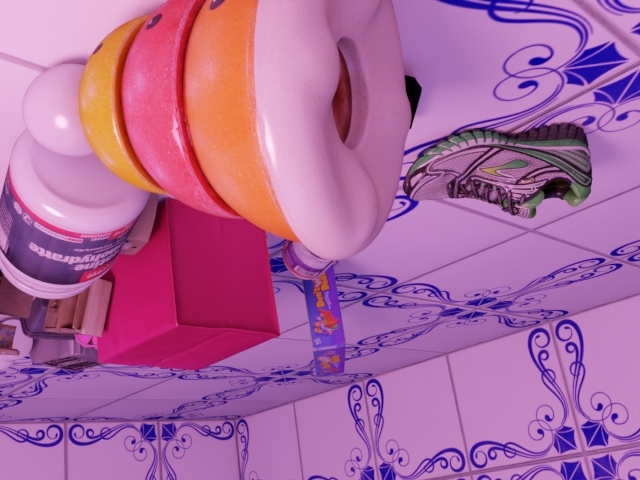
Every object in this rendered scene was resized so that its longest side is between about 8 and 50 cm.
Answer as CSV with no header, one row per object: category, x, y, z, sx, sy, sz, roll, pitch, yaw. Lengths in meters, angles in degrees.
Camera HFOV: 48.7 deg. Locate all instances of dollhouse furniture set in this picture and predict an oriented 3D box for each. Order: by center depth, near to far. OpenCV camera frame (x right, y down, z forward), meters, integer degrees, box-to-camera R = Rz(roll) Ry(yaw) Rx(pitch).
dollhouse furniture set,-0.540,0.106,1.306,0.161,0.212,0.242,-6,161,42

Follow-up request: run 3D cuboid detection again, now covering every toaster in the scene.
toaster,-0.669,0.282,1.922,0.186,0.110,0.168,-14,159,13

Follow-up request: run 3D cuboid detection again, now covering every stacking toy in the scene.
stacking toy,-0.161,-0.155,0.823,0.480,0.350,0.350,0,163,23

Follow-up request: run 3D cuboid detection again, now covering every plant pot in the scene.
plant pot,-0.354,-0.032,1.255,0.109,0.096,0.109,7,155,-34

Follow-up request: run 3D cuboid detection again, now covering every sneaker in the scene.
sneaker,0.315,-0.111,1.240,0.344,0.146,0.134,-7,159,-1

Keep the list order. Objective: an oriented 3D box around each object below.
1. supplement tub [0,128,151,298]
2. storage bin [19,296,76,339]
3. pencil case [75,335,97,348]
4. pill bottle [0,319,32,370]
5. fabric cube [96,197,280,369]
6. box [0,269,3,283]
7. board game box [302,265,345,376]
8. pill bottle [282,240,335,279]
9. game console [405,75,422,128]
supplement tub,-0.378,-0.043,1.058,0.191,0.191,0.272,4,150,-30
storage bin,-0.636,0.172,1.697,0.135,0.098,0.091,12,123,-42
pencil case,-0.443,0.207,1.505,0.098,0.095,0.209,-5,156,8
pill bottle,-0.855,0.279,1.813,0.229,0.131,0.131,-20,156,27
fabric cube,-0.268,0.098,1.410,0.258,0.254,0.259,-28,151,37
box,-0.691,0.079,1.130,0.322,0.257,0.079,8,154,-17
board game box,0.007,0.191,1.774,0.078,0.233,0.347,-8,158,-2
pill bottle,0.000,0.000,1.456,0.108,0.108,0.193,1,157,-23
game console,0.038,-0.158,1.156,0.213,0.044,0.361,-7,159,-3
